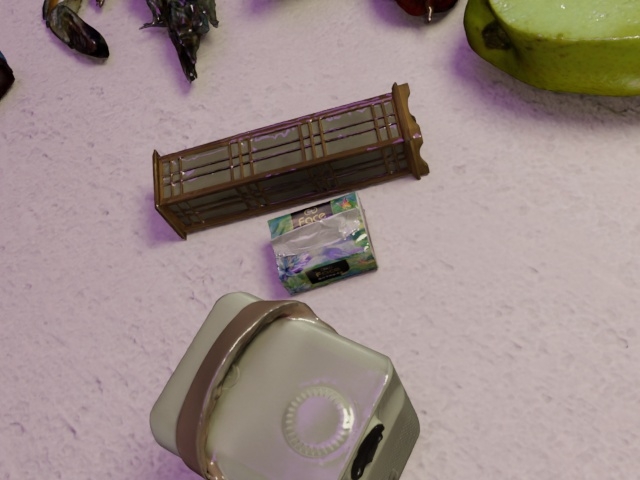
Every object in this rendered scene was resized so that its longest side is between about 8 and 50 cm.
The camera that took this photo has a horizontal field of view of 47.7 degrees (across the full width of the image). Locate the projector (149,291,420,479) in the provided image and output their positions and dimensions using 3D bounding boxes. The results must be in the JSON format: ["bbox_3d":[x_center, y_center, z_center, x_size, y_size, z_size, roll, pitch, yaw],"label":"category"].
[{"bbox_3d":[-0.023,0.165,0.658,0.177,0.242,0.163,20,69,25],"label":"projector"}]

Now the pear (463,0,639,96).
[{"bbox_3d":[0.300,-0.261,0.830,0.292,0.159,0.292,-8,59,14],"label":"pear"}]

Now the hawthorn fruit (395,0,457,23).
[{"bbox_3d":[0.141,-0.361,0.936,0.148,0.148,0.172,0,72,16],"label":"hawthorn fruit"}]

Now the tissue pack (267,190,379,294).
[{"bbox_3d":[0.001,-0.001,0.826,0.111,0.079,0.085,-17,62,7],"label":"tissue pack"}]

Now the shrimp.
[{"bbox_3d":[-0.291,-0.366,1.095,0.272,0.085,0.445,-36,57,3],"label":"shrimp"}]

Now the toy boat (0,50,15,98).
[{"bbox_3d":[-0.561,-0.212,1.079,0.097,0.100,0.223,35,76,18],"label":"toy boat"}]

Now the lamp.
[{"bbox_3d":[-0.038,-0.093,0.880,0.325,0.089,0.090,-13,60,8],"label":"lamp"}]
